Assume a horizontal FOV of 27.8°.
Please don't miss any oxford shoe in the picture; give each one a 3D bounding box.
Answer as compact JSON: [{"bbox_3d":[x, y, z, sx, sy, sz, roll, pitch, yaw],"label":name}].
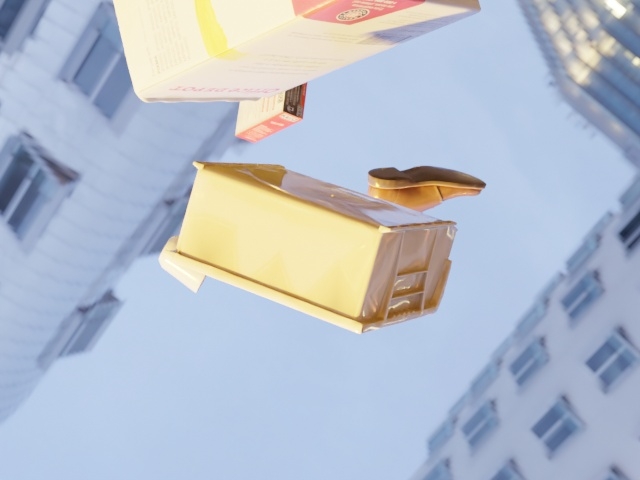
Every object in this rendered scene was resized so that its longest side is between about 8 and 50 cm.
[{"bbox_3d":[0.169,-0.078,2.103,0.212,0.076,0.076,-2,-157,-21],"label":"oxford shoe"}]

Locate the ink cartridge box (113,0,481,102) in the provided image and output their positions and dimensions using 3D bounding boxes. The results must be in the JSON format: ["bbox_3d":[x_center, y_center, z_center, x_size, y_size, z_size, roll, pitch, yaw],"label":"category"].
[{"bbox_3d":[-0.037,-0.312,1.667,0.279,0.385,0.160,-7,-99,-52],"label":"ink cartridge box"}]

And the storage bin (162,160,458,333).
[{"bbox_3d":[0.000,0.000,1.557,0.262,0.123,0.260,19,-170,23],"label":"storage bin"}]

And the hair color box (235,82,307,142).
[{"bbox_3d":[-0.081,-0.214,2.108,0.043,0.141,0.071,19,-112,-31],"label":"hair color box"}]

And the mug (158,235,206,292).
[{"bbox_3d":[-0.170,0.023,1.661,0.064,0.062,0.078,29,-159,-2],"label":"mug"}]
